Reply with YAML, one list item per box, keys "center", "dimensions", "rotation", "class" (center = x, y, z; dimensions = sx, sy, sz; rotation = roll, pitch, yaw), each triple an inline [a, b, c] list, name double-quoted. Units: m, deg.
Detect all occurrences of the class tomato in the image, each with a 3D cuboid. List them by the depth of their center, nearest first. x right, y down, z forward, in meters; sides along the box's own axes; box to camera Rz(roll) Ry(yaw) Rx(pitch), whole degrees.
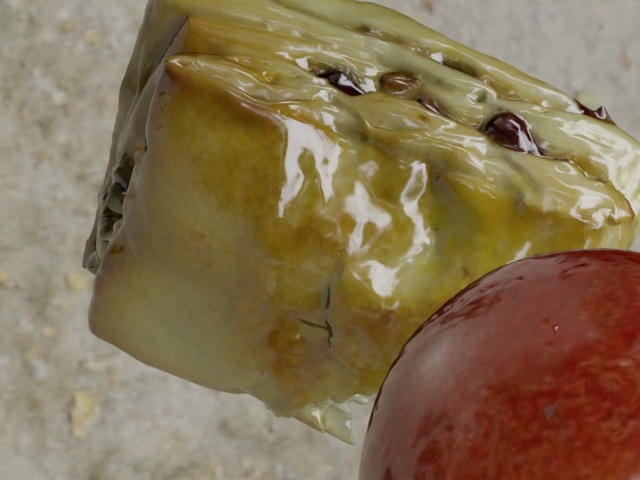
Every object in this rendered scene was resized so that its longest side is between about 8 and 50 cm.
- center: [0.094, 0.078, 0.507]
  dimensions: [0.167, 0.167, 0.167]
  rotation: [15, 70, -49]
  class: "tomato"

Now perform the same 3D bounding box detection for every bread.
- center: [0.000, 0.000, 1.141]
  dimensions: [0.191, 0.370, 0.314]
  rotation: [-44, 160, -45]
  class: "bread"
